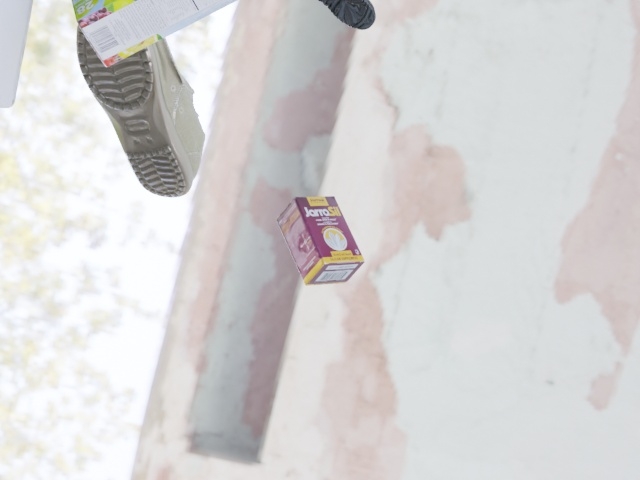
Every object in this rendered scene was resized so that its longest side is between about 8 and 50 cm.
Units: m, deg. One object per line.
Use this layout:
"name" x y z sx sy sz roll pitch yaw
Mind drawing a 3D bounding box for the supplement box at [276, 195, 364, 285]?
"supplement box" 0.000 0.000 1.418 0.043 0.055 0.083 -50 -125 42

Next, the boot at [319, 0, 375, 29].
"boot" 0.028 -0.328 1.791 0.045 0.121 0.099 -55 -175 34

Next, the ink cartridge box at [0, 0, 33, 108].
"ink cartridge box" -0.534 -0.267 1.432 0.394 0.285 0.166 21 -77 32

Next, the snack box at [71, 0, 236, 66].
"snack box" -0.150 -0.286 1.395 0.207 0.070 0.174 -27 -137 6

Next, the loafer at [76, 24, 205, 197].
"loafer" -0.205 -0.180 1.636 0.101 0.269 0.092 0 -146 22
